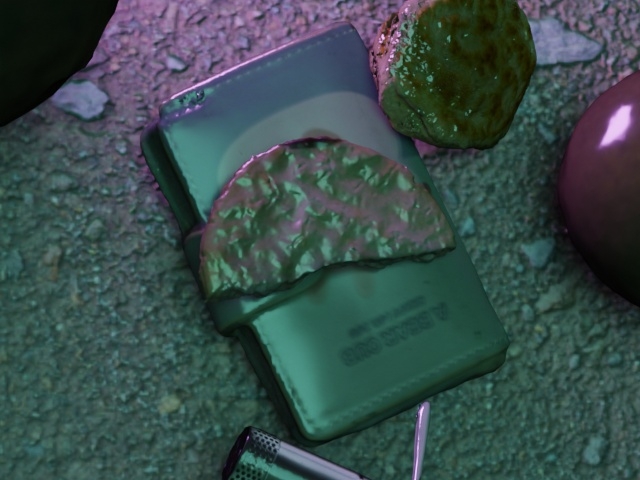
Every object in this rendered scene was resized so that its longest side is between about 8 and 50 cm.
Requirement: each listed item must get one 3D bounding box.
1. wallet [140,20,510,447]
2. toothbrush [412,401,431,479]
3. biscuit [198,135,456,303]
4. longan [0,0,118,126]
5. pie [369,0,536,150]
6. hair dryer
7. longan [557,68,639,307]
[{"bbox_3d":[0.000,0.000,1.777,0.252,0.083,0.360,-24,86,-19],"label":"wallet"},{"bbox_3d":[0.075,0.220,1.646,0.022,0.017,0.204,9,48,3],"label":"toothbrush"},{"bbox_3d":[-0.002,-0.027,1.722,0.250,0.032,0.133,-12,83,-23],"label":"biscuit"},{"bbox_3d":[-0.350,-0.270,1.598,0.391,0.391,0.391,2,81,-11],"label":"longan"},{"bbox_3d":[0.127,-0.162,1.813,0.193,0.079,0.163,-15,88,-38],"label":"pie"},{"bbox_3d":[0.038,0.336,1.719,0.320,0.155,0.284,17,104,-7],"label":"hair dryer"},{"bbox_3d":[0.345,-0.045,1.779,0.248,0.248,0.248,2,81,-11],"label":"longan"}]
